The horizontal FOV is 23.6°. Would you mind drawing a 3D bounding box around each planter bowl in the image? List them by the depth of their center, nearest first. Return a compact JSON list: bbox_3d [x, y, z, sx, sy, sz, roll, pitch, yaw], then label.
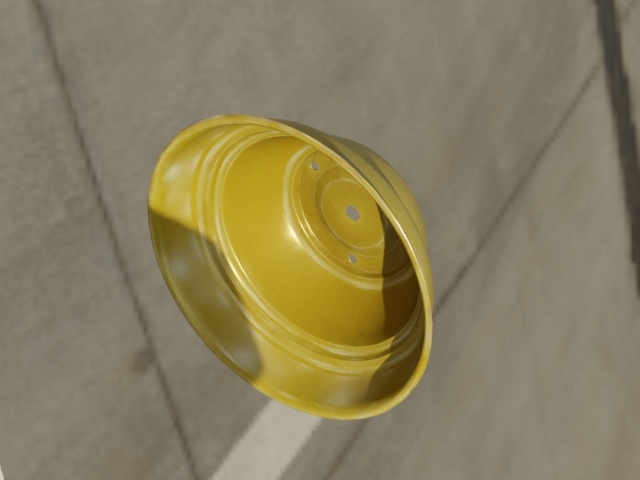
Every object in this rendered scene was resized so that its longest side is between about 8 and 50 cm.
[{"bbox_3d":[0.000,0.000,0.981,0.090,0.217,0.217,-41,126,-43],"label":"planter bowl"}]

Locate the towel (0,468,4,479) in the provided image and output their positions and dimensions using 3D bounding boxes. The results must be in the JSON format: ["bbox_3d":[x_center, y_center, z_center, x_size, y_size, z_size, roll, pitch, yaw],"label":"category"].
[{"bbox_3d":[-0.359,0.269,1.336,0.187,0.049,0.282,-5,79,-42],"label":"towel"}]
